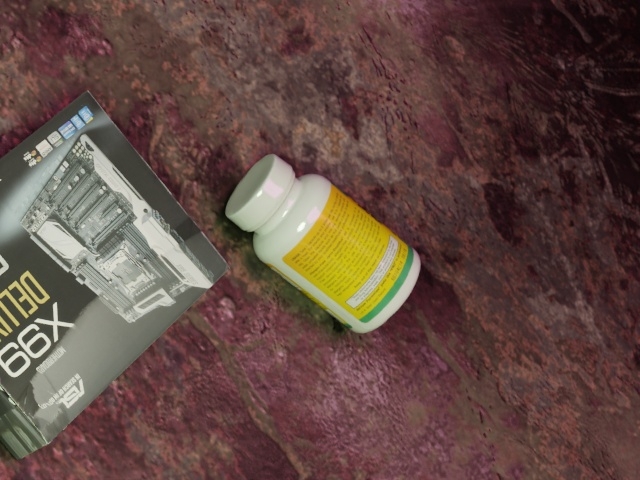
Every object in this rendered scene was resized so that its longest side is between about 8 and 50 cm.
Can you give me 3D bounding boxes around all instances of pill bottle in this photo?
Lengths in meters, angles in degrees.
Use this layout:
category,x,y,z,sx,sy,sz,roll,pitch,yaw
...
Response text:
category,x,y,z,sx,sy,sz,roll,pitch,yaw
pill bottle,0.000,0.000,1.997,0.208,0.117,0.117,38,53,-18

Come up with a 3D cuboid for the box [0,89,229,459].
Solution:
category,x,y,z,sx,sy,sz,roll,pitch,yaw
box,-0.269,0.030,1.804,0.242,0.076,0.307,52,50,-7
